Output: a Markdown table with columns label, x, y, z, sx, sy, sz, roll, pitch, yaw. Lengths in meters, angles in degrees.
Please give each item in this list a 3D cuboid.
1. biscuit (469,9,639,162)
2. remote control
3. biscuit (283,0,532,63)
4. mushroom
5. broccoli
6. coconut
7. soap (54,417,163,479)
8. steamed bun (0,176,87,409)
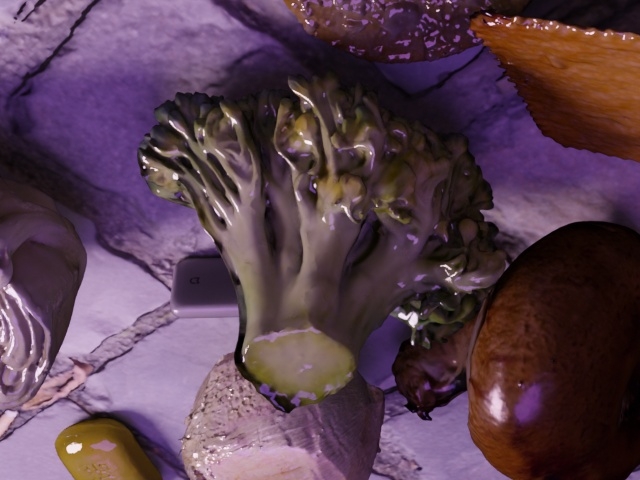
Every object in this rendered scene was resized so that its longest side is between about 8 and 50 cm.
| label | x | y | z | sx | sy | sz | roll | pitch | yaw |
| --- | --- | --- | --- | --- | --- | --- | --- | --- | --- |
| biscuit | 0.244 | -0.098 | 0.855 | 0.237 | 0.013 | 0.232 | 16 | 167 | 31 |
| remote control | -0.007 | 0.038 | 1.070 | 0.261 | 0.067 | 0.029 | -1 | 136 | 2 |
| biscuit | 0.067 | -0.222 | 0.862 | 0.220 | 0.033 | 0.220 | -1 | 132 | -1 |
| mushroom | 0.209 | 0.097 | 1.051 | 0.254 | 0.267 | 0.267 | 31 | 132 | 13 |
| broccoli | 0.000 | 0.000 | 0.917 | 0.288 | 0.245 | 0.248 | -4 | 136 | 10 |
| coconut | -0.029 | 0.179 | 1.124 | 0.194 | 0.194 | 0.194 | 0 | 132 | 0 |
| soap | -0.231 | 0.247 | 1.274 | 0.089 | 0.045 | 0.140 | -17 | 130 | 10 |
| steamed bun | -0.291 | 0.010 | 1.002 | 0.218 | 0.144 | 0.211 | 23 | 126 | 20 |
